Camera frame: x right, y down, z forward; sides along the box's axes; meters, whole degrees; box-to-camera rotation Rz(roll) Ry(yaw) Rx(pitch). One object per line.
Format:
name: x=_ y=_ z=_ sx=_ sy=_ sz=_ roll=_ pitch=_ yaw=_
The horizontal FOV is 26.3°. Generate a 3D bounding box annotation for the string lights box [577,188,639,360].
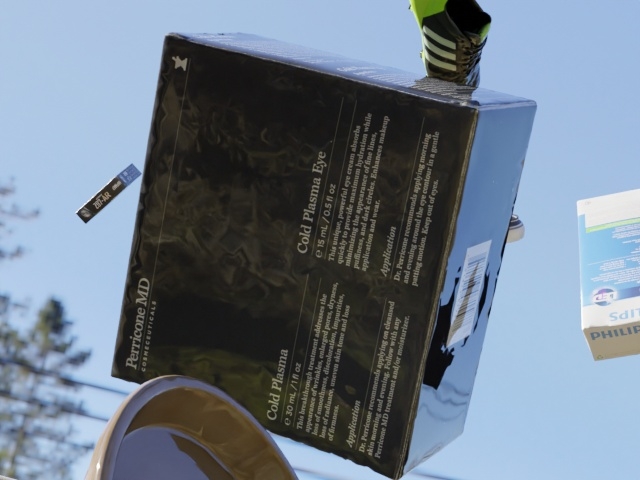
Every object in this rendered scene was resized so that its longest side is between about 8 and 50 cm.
string lights box: x=0.446 y=0.043 z=1.983 sx=0.133 sy=0.260 sz=0.077 roll=-11 pitch=-47 yaw=19

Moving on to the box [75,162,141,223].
box: x=-0.242 y=-0.054 z=1.575 sx=0.018 sy=0.067 sz=0.083 roll=48 pitch=13 yaw=-7

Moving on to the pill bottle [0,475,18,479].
pill bottle: x=-0.360 y=0.312 z=1.511 sx=0.103 sy=0.103 sz=0.184 roll=-5 pitch=-22 yaw=35

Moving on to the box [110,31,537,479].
box: x=0.000 y=0.000 z=1.293 sx=0.312 sy=0.343 sz=0.179 roll=17 pitch=14 yaw=23

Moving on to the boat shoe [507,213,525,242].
boat shoe: x=0.173 y=-0.041 z=1.916 sx=0.228 sy=0.076 sz=0.080 roll=5 pitch=17 yaw=7

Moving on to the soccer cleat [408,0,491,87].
soccer cleat: x=0.132 y=-0.191 z=1.311 sx=0.072 sy=0.060 sz=0.179 roll=20 pitch=-26 yaw=33

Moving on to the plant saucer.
plant saucer: x=-0.062 y=0.218 z=0.830 sx=0.041 sy=0.278 sz=0.278 roll=-24 pitch=-34 yaw=20
